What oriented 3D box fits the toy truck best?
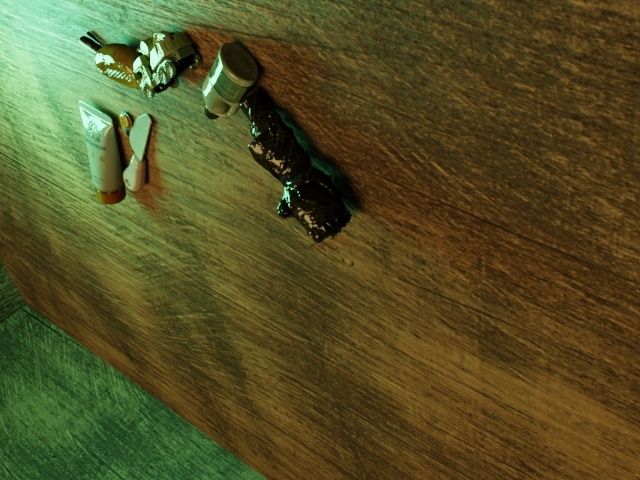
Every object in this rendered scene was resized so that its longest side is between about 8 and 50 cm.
[{"bbox_3d":[-0.349,-0.400,1.875,0.191,0.085,0.116,-23,97,56],"label":"toy truck"}]

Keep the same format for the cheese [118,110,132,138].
[{"bbox_3d":[-0.524,-0.311,2.280,0.047,0.017,0.111,48,151,6],"label":"cheese"}]

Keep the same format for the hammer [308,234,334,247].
[{"bbox_3d":[0.000,0.000,1.957,0.029,0.014,0.123,59,151,-1],"label":"hammer"}]

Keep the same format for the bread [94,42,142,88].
[{"bbox_3d":[-0.463,-0.417,2.015,0.189,0.077,0.114,26,163,43],"label":"bread"}]

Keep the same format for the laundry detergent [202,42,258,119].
[{"bbox_3d":[-0.201,-0.318,1.788,0.099,0.070,0.225,47,150,0],"label":"laundry detergent"}]

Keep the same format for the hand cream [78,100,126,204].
[{"bbox_3d":[-0.609,-0.245,2.415,0.139,0.089,0.314,27,137,29],"label":"hand cream"}]

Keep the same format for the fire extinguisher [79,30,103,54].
[{"bbox_3d":[-0.559,-0.487,2.114,0.100,0.032,0.046,35,114,23],"label":"fire extinguisher"}]

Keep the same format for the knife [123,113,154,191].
[{"bbox_3d":[-0.492,-0.249,2.308,0.081,0.043,0.336,50,145,15],"label":"knife"}]

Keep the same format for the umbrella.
[{"bbox_3d":[-0.069,-0.145,1.745,0.128,0.154,0.337,-34,100,20],"label":"umbrella"}]
